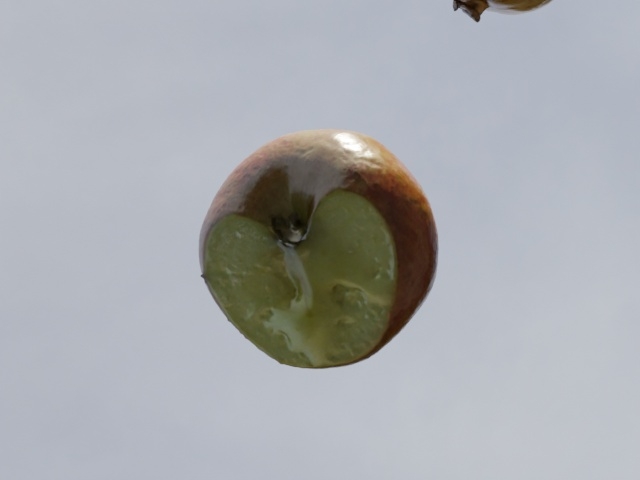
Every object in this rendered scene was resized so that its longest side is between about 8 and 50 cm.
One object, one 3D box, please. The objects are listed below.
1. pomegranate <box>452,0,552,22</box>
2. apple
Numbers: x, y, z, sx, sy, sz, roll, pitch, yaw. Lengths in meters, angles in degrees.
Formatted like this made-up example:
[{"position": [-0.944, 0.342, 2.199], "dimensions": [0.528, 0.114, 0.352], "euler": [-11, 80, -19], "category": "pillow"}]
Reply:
[{"position": [0.194, -0.350, 1.502], "dimensions": [0.215, 0.215, 0.215], "euler": [-12, -69, -34], "category": "pomegranate"}, {"position": [0.000, 0.000, 1.064], "dimensions": [0.173, 0.195, 0.160], "euler": [59, -155, -31], "category": "apple"}]
